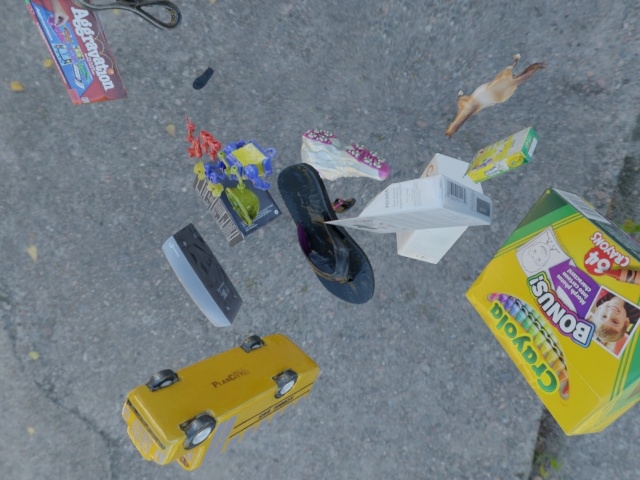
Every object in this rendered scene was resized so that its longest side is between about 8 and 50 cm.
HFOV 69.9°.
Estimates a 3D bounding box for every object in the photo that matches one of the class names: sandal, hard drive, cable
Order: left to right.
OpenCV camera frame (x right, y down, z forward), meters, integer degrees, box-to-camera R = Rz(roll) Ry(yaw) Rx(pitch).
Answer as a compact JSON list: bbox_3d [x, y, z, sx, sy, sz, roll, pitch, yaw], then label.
[{"bbox_3d":[-0.411,-0.518,0.980,0.072,0.287,0.139,14,86,34],"label":"cable"},{"bbox_3d":[-0.292,0.088,1.148,0.054,0.172,0.254,-29,102,8],"label":"hard drive"},{"bbox_3d":[-0.003,0.000,1.289,0.168,0.107,0.445,-27,96,31],"label":"sandal"},{"bbox_3d":[0.065,-0.143,1.861,0.179,0.067,0.040,-7,135,43],"label":"sandal"}]

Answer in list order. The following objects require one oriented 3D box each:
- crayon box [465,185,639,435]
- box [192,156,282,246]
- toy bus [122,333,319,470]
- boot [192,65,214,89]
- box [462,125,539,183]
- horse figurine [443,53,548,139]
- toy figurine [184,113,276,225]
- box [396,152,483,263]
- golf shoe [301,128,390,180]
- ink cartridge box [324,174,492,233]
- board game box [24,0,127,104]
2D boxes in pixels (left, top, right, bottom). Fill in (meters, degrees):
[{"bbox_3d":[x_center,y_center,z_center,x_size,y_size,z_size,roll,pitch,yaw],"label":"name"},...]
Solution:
[{"bbox_3d":[0.491,0.127,0.893,0.106,0.362,0.313,9,125,-28],"label":"crayon box"},{"bbox_3d":[-0.320,-0.157,1.727,0.183,0.296,0.294,-34,96,-21],"label":"box"},{"bbox_3d":[-0.144,0.251,0.737,0.108,0.333,0.130,38,117,26],"label":"toy bus"},{"bbox_3d":[-0.497,-0.689,1.948,0.045,0.099,0.121,42,93,-24],"label":"boot"},{"bbox_3d":[0.447,-0.207,1.154,0.043,0.105,0.179,45,147,-18],"label":"box"},{"bbox_3d":[0.435,-0.381,1.177,0.263,0.174,0.066,-24,117,43],"label":"horse figurine"},{"bbox_3d":[-0.205,-0.224,1.282,0.362,0.217,0.191,45,146,35],"label":"toy figurine"},{"bbox_3d":[0.428,-0.110,1.696,0.168,0.214,0.345,14,138,-11],"label":"box"},{"bbox_3d":[0.072,-0.244,1.454,0.306,0.115,0.140,28,123,18],"label":"golf shoe"},{"bbox_3d":[0.153,-0.055,0.807,0.232,0.189,0.066,0,84,42],"label":"ink cartridge box"},{"bbox_3d":[-0.622,-0.490,1.189,0.145,0.027,0.281,-11,140,-8],"label":"board game box"}]
